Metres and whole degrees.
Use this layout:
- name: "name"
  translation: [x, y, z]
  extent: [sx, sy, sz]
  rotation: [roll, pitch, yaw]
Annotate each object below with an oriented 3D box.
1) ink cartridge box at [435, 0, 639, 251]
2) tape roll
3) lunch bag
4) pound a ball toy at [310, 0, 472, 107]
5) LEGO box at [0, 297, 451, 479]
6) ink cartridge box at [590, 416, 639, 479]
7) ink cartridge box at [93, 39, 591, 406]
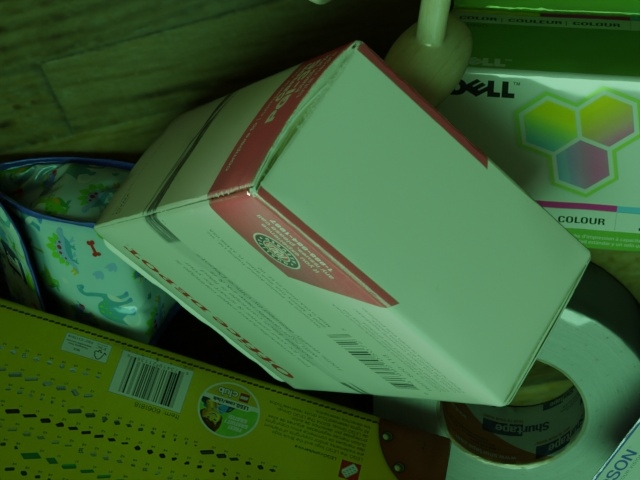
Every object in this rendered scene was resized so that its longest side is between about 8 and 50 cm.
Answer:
- name: "ink cartridge box"
  translation: [0.169, -0.126, 0.912]
  extent: [0.188, 0.097, 0.255]
  rotation: [4, 126, 9]
- name: "tape roll"
  translation: [0.151, 0.111, 1.098]
  extent: [0.219, 0.072, 0.219]
  rotation: [5, 125, 7]
- name: "lunch bag"
  translation: [-0.190, 0.006, 1.085]
  extent: [0.151, 0.096, 0.129]
  rotation: [11, 131, 24]
- name: "pound a ball toy"
  translation: [0.028, -0.258, 0.811]
  extent: [0.208, 0.136, 0.319]
  rotation: [25, 130, 16]
- name: "LEGO box"
  translation: [-0.190, 0.249, 1.136]
  extent: [0.500, 0.193, 0.372]
  rotation: [17, 142, -1]
- name: "ink cartridge box"
  translation: [0.321, 0.136, 1.043]
  extent: [0.208, 0.045, 0.206]
  rotation: [24, 113, -24]
- name: "ink cartridge box"
  translation: [0.000, 0.000, 0.911]
  extent: [0.207, 0.117, 0.283]
  rotation: [40, 161, -19]
